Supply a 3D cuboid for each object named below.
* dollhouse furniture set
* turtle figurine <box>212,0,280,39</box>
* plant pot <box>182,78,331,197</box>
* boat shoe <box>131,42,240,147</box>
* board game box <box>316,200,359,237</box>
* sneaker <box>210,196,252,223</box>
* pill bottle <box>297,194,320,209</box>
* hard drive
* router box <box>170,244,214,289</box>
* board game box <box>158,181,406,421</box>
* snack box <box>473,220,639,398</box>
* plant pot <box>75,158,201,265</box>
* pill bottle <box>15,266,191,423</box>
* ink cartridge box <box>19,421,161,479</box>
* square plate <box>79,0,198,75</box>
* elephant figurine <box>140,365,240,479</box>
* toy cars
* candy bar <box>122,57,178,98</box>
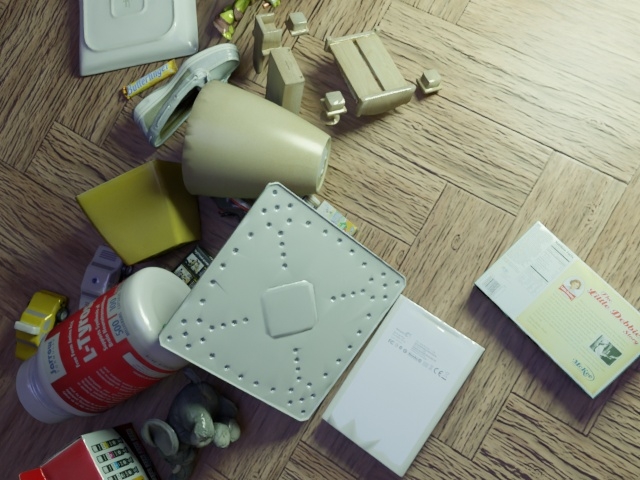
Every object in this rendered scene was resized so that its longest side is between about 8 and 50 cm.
[{"bbox_3d":[0.050,-0.395,1.458,0.355,0.174,0.303,-16,66,-18],"label":"dollhouse furniture set"},{"bbox_3d":[-0.165,-0.582,1.466,0.217,0.087,0.270,-41,40,20],"label":"turtle figurine"},{"bbox_3d":[-0.124,-0.195,1.342,0.273,0.256,0.257,13,85,7],"label":"plant pot"},{"bbox_3d":[-0.316,-0.357,1.506,0.320,0.118,0.103,-34,82,11],"label":"boat shoe"},{"bbox_3d":[0.000,0.000,1.417,0.103,0.026,0.154,41,92,16],"label":"board game box"},{"bbox_3d":[-0.236,-0.092,1.473,0.157,0.061,0.065,32,97,17],"label":"sneaker"},{"bbox_3d":[-0.062,-0.064,1.421,0.067,0.067,0.120,43,93,15],"label":"pill bottle"},{"bbox_3d":[0.175,0.307,1.323,0.210,0.040,0.319,33,90,16],"label":"hard drive"},{"bbox_3d":[-0.274,0.120,1.456,0.133,0.046,0.179,-46,75,3],"label":"router box"},{"bbox_3d":[-0.070,0.136,1.284,0.390,0.050,0.390,36,91,-25],"label":"board game box"},{"bbox_3d":[0.497,0.138,1.260,0.187,0.060,0.322,-45,75,4],"label":"snack box"},{"bbox_3d":[-0.398,-0.056,1.441,0.212,0.212,0.187,-23,91,9],"label":"plant pot"},{"bbox_3d":[-0.473,0.248,1.375,0.407,0.229,0.229,-31,76,19],"label":"pill bottle"},{"bbox_3d":[-0.449,0.573,1.314,0.130,0.272,0.309,-36,76,6],"label":"ink cartridge box"},{"bbox_3d":[-0.494,-0.629,1.619,0.343,0.049,0.348,-7,81,13],"label":"square plate"},{"bbox_3d":[-0.312,0.431,1.374,0.239,0.169,0.186,-33,46,23],"label":"elephant figurine"},{"bbox_3d":[-0.620,0.159,1.512,0.393,0.087,0.177,-35,76,6],"label":"toy cars"},{"bbox_3d":[-0.439,-0.415,1.589,0.161,0.018,0.040,-25,77,8],"label":"candy bar"}]
